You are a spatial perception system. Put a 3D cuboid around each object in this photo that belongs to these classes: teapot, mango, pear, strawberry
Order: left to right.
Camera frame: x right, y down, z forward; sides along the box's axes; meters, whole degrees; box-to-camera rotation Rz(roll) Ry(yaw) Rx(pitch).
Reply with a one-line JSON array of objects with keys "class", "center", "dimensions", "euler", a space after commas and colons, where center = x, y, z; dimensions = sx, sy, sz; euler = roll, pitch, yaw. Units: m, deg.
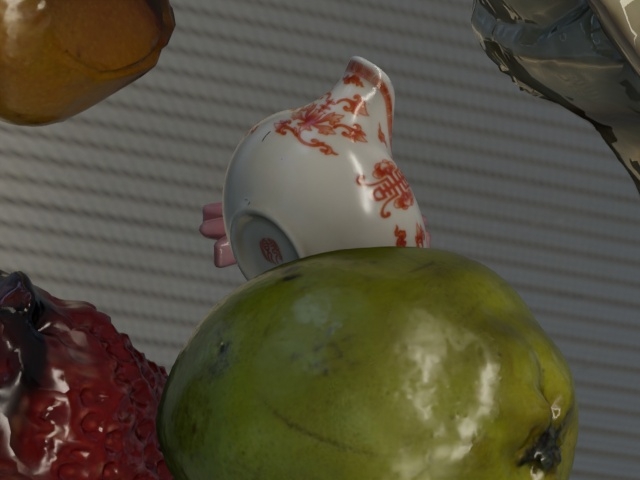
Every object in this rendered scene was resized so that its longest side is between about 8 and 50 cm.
[{"class": "mango", "center": [-0.219, -0.183, 1.164], "dimensions": [0.136, 0.166, 0.236], "euler": [-47, 129, -38]}, {"class": "strawberry", "center": [-0.245, 0.192, 1.531], "dimensions": [0.310, 0.292, 0.291], "euler": [44, 63, -26]}, {"class": "teapot", "center": [0.000, 0.000, 1.214], "dimensions": [0.159, 0.245, 0.116], "euler": [26, 48, 19]}, {"class": "pear", "center": [0.023, 0.105, 1.055], "dimensions": [0.212, 0.269, 0.212], "euler": [-1, 91, -54]}]

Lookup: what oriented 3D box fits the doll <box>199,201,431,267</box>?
[{"class": "doll", "center": [-0.006, -0.015, 1.645], "dimensions": [0.211, 0.262, 0.093], "euler": [1, 108, -5]}]

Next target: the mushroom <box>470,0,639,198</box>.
[{"class": "mushroom", "center": [0.112, -0.122, 0.501], "dimensions": [0.189, 0.253, 0.195], "euler": [-38, 113, 6]}]
